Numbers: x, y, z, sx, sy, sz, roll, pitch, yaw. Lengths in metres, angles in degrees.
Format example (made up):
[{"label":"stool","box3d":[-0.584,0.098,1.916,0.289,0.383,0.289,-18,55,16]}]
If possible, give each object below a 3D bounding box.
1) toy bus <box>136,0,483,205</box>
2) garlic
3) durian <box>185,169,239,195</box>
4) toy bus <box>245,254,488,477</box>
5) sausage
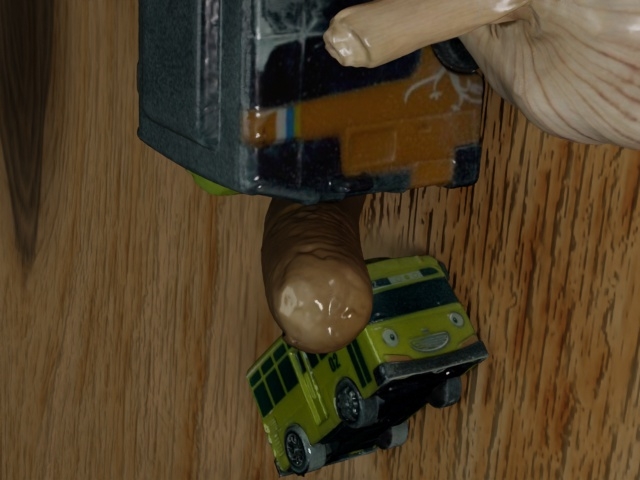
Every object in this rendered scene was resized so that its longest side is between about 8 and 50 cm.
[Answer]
[{"label":"toy bus","box3d":[-0.001,-0.190,0.963,0.162,0.194,0.323,28,121,52]},{"label":"garlic","box3d":[0.094,-0.131,0.797,0.199,0.226,0.199,35,133,51]},{"label":"durian","box3d":[-0.045,-0.153,1.133,0.139,0.101,0.250,26,116,55]},{"label":"toy bus","box3d":[0.025,0.082,1.096,0.175,0.088,0.101,-49,57,53]},{"label":"sausage","box3d":[-0.002,0.000,1.000,0.301,0.066,0.065,-88,-3,-77]}]
